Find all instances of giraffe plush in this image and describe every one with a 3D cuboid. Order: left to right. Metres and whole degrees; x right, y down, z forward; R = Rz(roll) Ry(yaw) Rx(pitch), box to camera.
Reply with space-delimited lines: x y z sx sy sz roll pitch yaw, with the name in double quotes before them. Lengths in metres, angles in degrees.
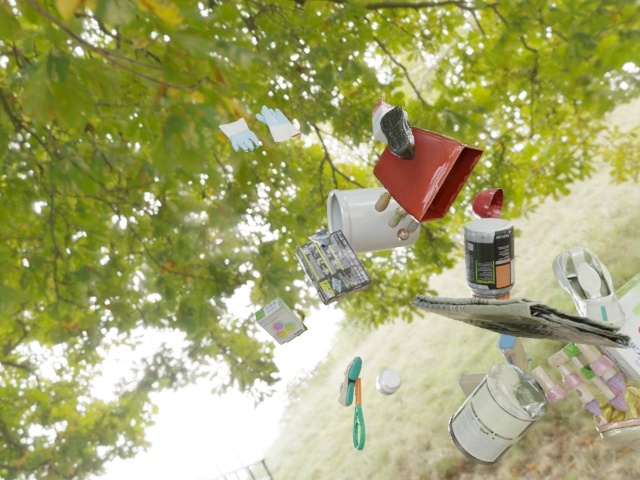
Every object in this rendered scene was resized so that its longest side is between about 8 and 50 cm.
"giraffe plush" 1.188 0.632 2.108 0.170 0.181 0.211 6 -83 -41

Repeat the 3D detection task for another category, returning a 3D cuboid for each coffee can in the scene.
"coffee can" 0.566 0.562 1.741 0.201 0.201 0.276 -15 -40 -40

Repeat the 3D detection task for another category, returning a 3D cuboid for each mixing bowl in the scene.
"mixing bowl" 0.759 -0.163 2.480 0.181 0.098 0.182 -29 -51 -44

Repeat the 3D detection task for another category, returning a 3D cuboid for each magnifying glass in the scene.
"magnifying glass" 0.126 0.571 1.785 0.026 0.231 0.092 5 -29 -11

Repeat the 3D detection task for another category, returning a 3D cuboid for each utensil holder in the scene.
"utensil holder" 0.255 -0.102 2.643 0.384 0.328 0.328 -7 -32 -11

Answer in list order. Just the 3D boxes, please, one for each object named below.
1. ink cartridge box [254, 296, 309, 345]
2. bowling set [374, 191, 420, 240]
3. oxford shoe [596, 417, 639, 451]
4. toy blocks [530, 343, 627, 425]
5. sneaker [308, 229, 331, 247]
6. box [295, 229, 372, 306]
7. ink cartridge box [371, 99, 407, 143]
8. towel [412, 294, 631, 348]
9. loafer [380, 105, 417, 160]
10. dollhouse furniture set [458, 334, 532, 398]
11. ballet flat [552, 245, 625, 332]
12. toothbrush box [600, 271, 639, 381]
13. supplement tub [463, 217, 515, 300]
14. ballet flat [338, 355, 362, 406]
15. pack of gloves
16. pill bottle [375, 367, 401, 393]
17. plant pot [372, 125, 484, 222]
"ink cartridge box" -0.131 0.308 1.947 0.109 0.062 0.209 -35 -56 5
"bowling set" 0.394 -0.109 2.370 0.286 0.200 0.154 10 -42 -20
"oxford shoe" 1.023 0.612 1.594 0.396 0.147 0.141 7 -28 0
"toy blocks" 0.916 0.427 1.744 0.308 0.260 0.289 -19 -28 -35
"sneaker" 0.000 0.000 1.835 0.052 0.058 0.135 -25 7 -16
"box" 0.051 0.107 2.215 0.216 0.270 0.060 -22 -24 -20
"ink cartridge box" 0.271 -0.447 2.091 0.127 0.175 0.072 20 -47 -17
"towel" 0.399 0.152 1.089 0.312 0.056 0.324 19 -12 -28
"loafer" 0.229 -0.305 1.568 0.080 0.220 0.078 -26 -48 26
"dollhouse furniture set" 0.712 0.523 2.128 0.198 0.287 0.303 -14 26 37
"ballet flat" 0.737 0.098 1.502 0.139 0.139 0.400 -50 11 28
"toothbrush box" 0.901 0.216 1.473 0.283 0.206 0.122 -39 -13 2
"supplement tub" 0.673 0.084 2.151 0.193 0.193 0.316 -18 -70 -36
"ballet flat" 0.091 0.459 1.778 0.057 0.052 0.168 30 -111 -41
"pack of gloves" -0.188 -0.343 1.600 0.194 0.232 0.046 -20 -52 -13
"pill bottle" 0.311 0.640 2.454 0.107 0.108 0.180 -31 -19 -12
"plant pot" 0.332 -0.237 1.745 0.267 0.235 0.267 -10 -48 -60
